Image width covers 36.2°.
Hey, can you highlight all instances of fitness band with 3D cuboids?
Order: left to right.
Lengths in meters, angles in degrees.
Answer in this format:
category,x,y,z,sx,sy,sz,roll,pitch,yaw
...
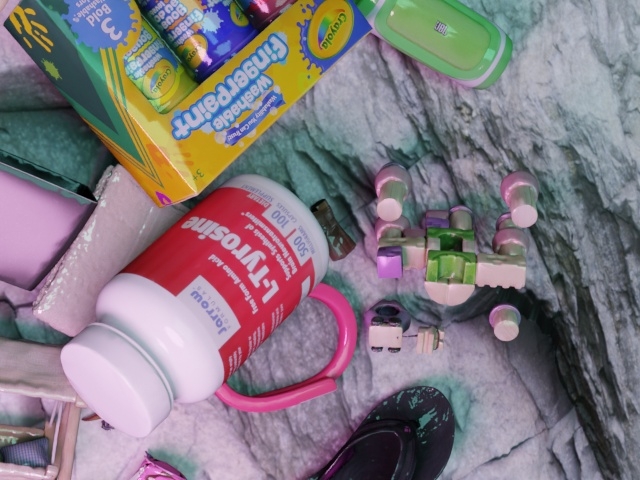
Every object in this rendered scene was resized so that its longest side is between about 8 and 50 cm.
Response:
category,x,y,z,sx,sy,sz,roll,pitch,yaw
fitness band,-0.070,0.181,1.695,0.290,0.054,0.209,-14,93,-22

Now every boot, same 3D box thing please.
category,x,y,z,sx,sy,sz,roll,pitch,yaw
boot,0.000,0.000,1.729,0.106,0.037,0.114,-36,108,-16

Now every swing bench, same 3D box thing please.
category,x,y,z,sx,sy,sz,roll,pitch,yaw
swing bench,-0.491,0.264,1.459,0.253,0.165,0.255,12,86,-22

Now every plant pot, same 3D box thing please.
category,x,y,z,sx,sy,sz,roll,pitch,yaw
plant pot,-0.462,-0.032,1.468,0.187,0.188,0.167,24,94,-21

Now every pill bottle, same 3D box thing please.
category,x,y,z,sx,sy,sz,roll,pitch,yaw
pill bottle,-0.187,0.095,1.486,0.408,0.229,0.229,-46,107,-35

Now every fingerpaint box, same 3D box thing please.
category,x,y,z,sx,sy,sz,roll,pitch,yaw
fingerpaint box,-0.190,-0.336,1.536,0.445,0.163,0.371,-46,107,-27

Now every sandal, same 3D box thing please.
category,x,y,z,sx,sy,sz,roll,pitch,yaw
sandal,0.070,0.418,1.691,0.445,0.107,0.167,-39,74,-17

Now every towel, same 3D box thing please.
category,x,y,z,sx,sy,sz,roll,pitch,yaw
towel,-0.322,0.035,1.558,0.187,0.049,0.282,37,70,-34

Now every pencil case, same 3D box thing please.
category,x,y,z,sx,sy,sz,roll,pitch,yaw
pencil case,-0.303,0.452,1.580,0.209,0.095,0.098,-59,140,-12

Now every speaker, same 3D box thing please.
category,x,y,z,sx,sy,sz,roll,pitch,yaw
speaker,0.196,-0.385,1.753,0.296,0.131,0.131,26,81,-21

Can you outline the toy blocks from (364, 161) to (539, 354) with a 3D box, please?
category,x,y,z,sx,sy,sz,roll,pitch,yaw
toy blocks,0.230,0.009,1.746,0.288,0.260,0.309,3,116,6

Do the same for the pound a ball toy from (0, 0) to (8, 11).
category,x,y,z,sx,sy,sz,roll,pitch,yaw
pound a ball toy,-0.571,-0.447,1.393,0.319,0.208,0.136,35,78,-18

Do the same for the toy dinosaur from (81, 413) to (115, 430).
category,x,y,z,sx,sy,sz,roll,pitch,yaw
toy dinosaur,-0.330,0.268,1.594,0.090,0.047,0.082,23,64,-11
